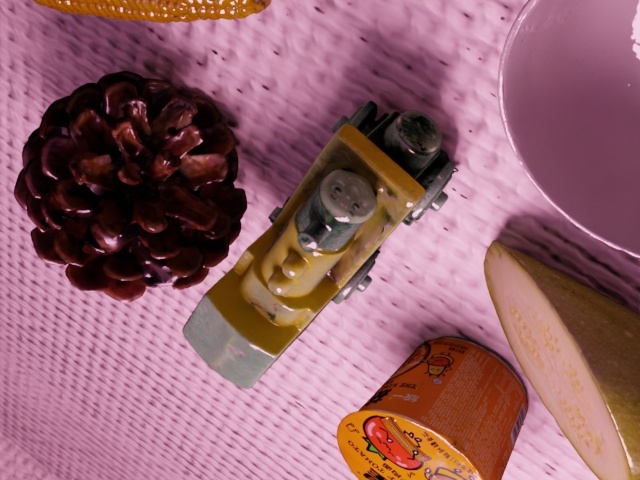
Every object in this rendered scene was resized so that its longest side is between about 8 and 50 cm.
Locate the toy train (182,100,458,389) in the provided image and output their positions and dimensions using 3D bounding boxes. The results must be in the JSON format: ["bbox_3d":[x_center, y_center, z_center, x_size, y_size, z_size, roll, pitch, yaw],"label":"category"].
[{"bbox_3d":[0.000,0.000,1.033,0.150,0.237,0.369,42,142,3],"label":"toy train"}]

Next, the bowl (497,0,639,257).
[{"bbox_3d":[0.300,-0.128,0.730,0.287,0.144,0.287,23,138,23],"label":"bowl"}]

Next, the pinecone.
[{"bbox_3d":[-0.241,-0.064,1.172,0.298,0.242,0.296,52,143,-4],"label":"pinecone"}]

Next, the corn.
[{"bbox_3d":[-0.207,-0.301,1.019,0.363,0.120,0.120,12,133,31],"label":"corn"}]

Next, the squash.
[{"bbox_3d":[0.257,0.140,0.992,0.261,0.189,0.189,28,140,10],"label":"squash"}]

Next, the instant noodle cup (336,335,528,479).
[{"bbox_3d":[0.154,0.236,1.181,0.216,0.172,0.215,24,139,22],"label":"instant noodle cup"}]
